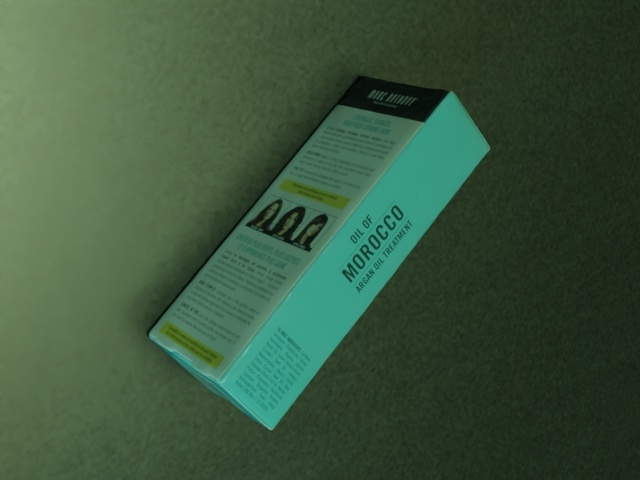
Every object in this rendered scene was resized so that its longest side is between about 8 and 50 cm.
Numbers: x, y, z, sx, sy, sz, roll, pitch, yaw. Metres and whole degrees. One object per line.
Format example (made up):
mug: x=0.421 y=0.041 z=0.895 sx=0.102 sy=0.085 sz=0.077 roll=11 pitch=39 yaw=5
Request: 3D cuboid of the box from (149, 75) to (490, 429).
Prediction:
box: x=0.000 y=0.000 z=0.691 sx=0.244 sy=0.100 sz=0.060 roll=-51 pitch=126 yaw=-13
